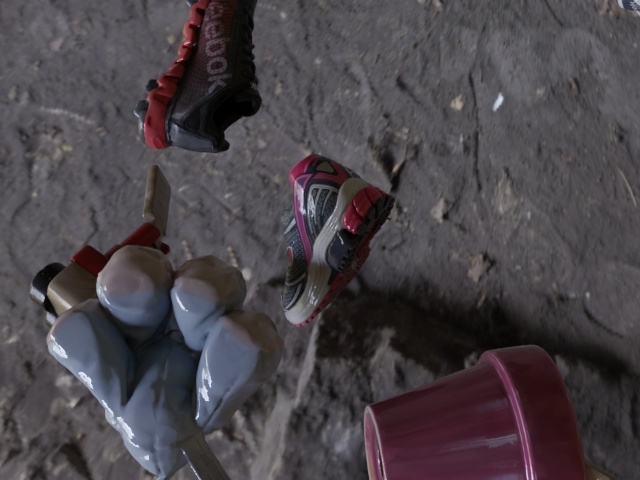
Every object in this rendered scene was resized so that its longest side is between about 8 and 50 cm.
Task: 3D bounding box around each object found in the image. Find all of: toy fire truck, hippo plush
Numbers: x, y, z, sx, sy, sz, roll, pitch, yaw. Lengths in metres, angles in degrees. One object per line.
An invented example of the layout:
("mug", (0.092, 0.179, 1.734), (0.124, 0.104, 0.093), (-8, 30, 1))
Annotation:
("toy fire truck", (-0.234, 0.047, 1.387), (0.158, 0.246, 0.217), (33, 155, 27))
("hippo plush", (-0.132, 0.142, 1.207), (0.234, 0.236, 0.294), (-27, 84, 9))

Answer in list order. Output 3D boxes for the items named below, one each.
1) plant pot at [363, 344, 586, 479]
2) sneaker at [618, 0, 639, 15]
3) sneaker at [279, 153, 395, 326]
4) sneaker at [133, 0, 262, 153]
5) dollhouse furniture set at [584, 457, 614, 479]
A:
("plant pot", (0.142, 0.214, 1.064), (0.180, 0.201, 0.201), (-8, 110, -6))
("sneaker", (0.328, -0.222, 0.934), (0.235, 0.090, 0.095), (27, 80, 35))
("sneaker", (0.000, 0.000, 1.331), (0.112, 0.121, 0.299), (38, 146, 10))
("sneaker", (-0.119, -0.226, 1.344), (0.135, 0.097, 0.276), (19, 77, 12))
("dollhouse furniture set", (0.230, 0.386, 1.337), (0.262, 0.135, 0.259), (6, 103, -30))
